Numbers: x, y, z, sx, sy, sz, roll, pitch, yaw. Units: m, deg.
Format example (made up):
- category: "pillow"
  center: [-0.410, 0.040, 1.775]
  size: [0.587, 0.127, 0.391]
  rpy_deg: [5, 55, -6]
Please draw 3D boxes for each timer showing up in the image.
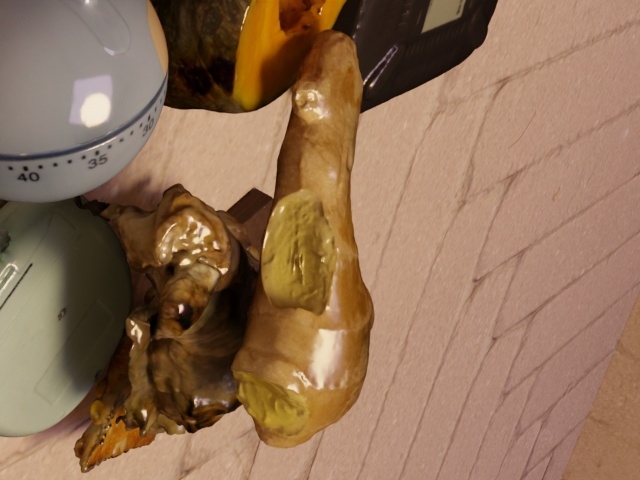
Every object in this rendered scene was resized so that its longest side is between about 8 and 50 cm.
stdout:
- category: "timer"
  center: [-0.160, -0.146, 0.924]
  size: [0.175, 0.175, 0.255]
  rpy_deg: [-26, 132, -55]

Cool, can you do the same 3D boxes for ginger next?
- category: "ginger"
  center: [0.000, 0.000, 1.122]
  size: [0.131, 0.086, 0.295]
  rpy_deg: [7, 89, -55]

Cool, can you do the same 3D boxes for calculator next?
- category: "calculator"
  center: [-0.214, 0.054, 1.184]
  size: [0.184, 0.042, 0.295]
  rpy_deg: [-56, 159, -12]

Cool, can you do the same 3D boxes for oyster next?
- category: "oyster"
  center: [-0.097, 0.037, 1.195]
  size: [0.337, 0.133, 0.198]
  rpy_deg: [73, 21, -69]

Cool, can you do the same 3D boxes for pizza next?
- category: "pizza"
  center: [-0.167, 0.140, 1.364]
  size: [0.185, 0.036, 0.176]
  rpy_deg: [98, 18, -49]

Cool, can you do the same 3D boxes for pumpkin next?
- category: "pumpkin"
  center: [-0.059, -0.229, 1.069]
  size: [0.222, 0.139, 0.317]
  rpy_deg: [-30, 145, -60]

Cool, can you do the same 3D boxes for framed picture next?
- category: "framed picture"
  center: [-0.093, 0.050, 1.475]
  size: [0.128, 0.023, 0.168]
  rpy_deg: [-43, 152, -37]

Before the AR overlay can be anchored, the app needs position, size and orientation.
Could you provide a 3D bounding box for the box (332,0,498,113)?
- category: "box"
  center: [0.097, -0.265, 1.444]
  size: [0.289, 0.073, 0.290]
  rpy_deg: [-30, 142, -53]
